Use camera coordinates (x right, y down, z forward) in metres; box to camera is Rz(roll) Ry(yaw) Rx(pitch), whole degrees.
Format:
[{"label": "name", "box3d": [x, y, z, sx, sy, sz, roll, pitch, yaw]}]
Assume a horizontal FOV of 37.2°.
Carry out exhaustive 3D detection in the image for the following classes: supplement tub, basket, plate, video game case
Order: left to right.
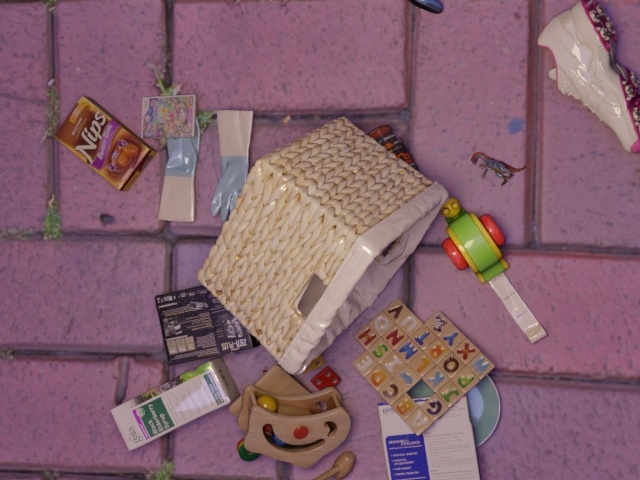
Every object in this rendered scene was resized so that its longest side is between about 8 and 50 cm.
[{"label": "video game case", "box3d": [-0.312, -0.254, 1.959, 0.122, 0.011, 0.087, 0, 87, 19]}, {"label": "basket", "box3d": [0.000, 0.000, 1.716, 0.266, 0.331, 0.328, 39, 126, 10]}, {"label": "supplement tub", "box3d": [0.144, -0.119, 1.852, 0.106, 0.106, 0.198, -35, 85, 8]}, {"label": "plate", "box3d": [0.259, 0.324, 1.873, 0.188, 0.024, 0.188, 0, 91, 10]}]

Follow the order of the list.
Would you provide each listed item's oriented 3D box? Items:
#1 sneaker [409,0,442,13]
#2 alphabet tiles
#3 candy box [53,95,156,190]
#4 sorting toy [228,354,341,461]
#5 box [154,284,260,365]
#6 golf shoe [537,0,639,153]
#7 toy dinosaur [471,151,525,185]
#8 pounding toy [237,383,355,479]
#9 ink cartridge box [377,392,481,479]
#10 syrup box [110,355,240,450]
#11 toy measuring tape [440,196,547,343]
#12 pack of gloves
[{"label": "sneaker", "box3d": [0.187, -0.501, 1.871, 0.144, 0.053, 0.059, 39, 94, 6]}, {"label": "alphabet tiles", "box3d": [0.183, 0.227, 1.836, 0.198, 0.009, 0.237, -41, 62, -7]}, {"label": "candy box", "box3d": [-0.447, -0.200, 1.974, 0.187, 0.053, 0.109, 38, 96, 9]}, {"label": "sorting toy", "box3d": [-0.090, 0.311, 1.892, 0.274, 0.046, 0.132, -42, 120, 5]}, {"label": "box", "box3d": [-0.226, 0.161, 1.924, 0.180, 0.077, 0.147, -14, 88, 9]}, {"label": "golf shoe", "box3d": [0.520, -0.297, 1.804, 0.140, 0.115, 0.306, -24, 90, 34]}, {"label": "toy dinosaur", "box3d": [0.338, -0.146, 1.864, 0.090, 0.047, 0.082, -29, 74, -25]}, {"label": "pounding toy", "box3d": [-0.023, 0.373, 1.826, 0.269, 0.155, 0.154, 24, 109, -27]}, {"label": "ink cartridge box", "box3d": [0.224, 0.477, 1.843, 0.176, 0.069, 0.371, -8, 96, 11]}, {"label": "syrup box", "box3d": [-0.293, 0.329, 1.927, 0.237, 0.096, 0.093, -27, 86, 7]}, {"label": "toy measuring tape", "box3d": [0.328, 0.056, 1.818, 0.121, 0.121, 0.330, -34, 85, 8]}, {"label": "pack of gloves", "box3d": [-0.229, -0.150, 1.953, 0.195, 0.046, 0.232, 4, 88, 21]}]
